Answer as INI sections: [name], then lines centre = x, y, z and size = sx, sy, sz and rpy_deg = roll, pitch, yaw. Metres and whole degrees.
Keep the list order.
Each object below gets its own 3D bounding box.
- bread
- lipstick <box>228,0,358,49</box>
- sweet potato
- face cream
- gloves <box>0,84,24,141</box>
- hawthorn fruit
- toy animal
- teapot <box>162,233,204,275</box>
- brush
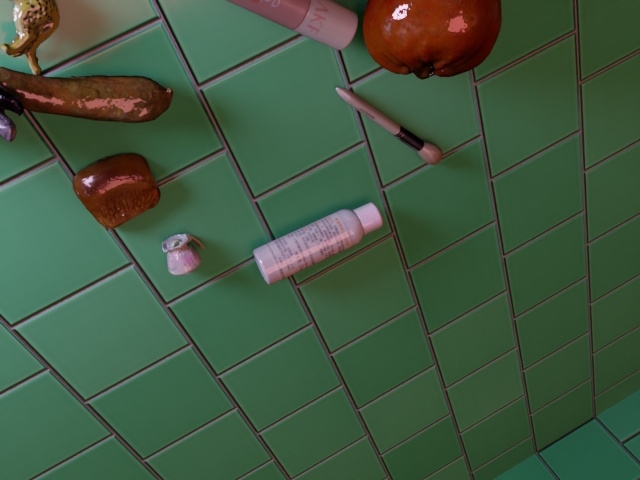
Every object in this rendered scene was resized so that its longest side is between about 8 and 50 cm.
[bread]
centre = -0.340, -0.080, 1.070
size = 0.129, 0.044, 0.126
rpy_deg = -28, 131, -11
[lipstick]
centre = -0.061, -0.377, 0.987
size = 0.254, 0.070, 0.070
rpy_deg = 14, 115, -33
[sweet potato]
centre = -0.362, -0.218, 0.948
size = 0.273, 0.075, 0.075
rpy_deg = 1, 121, -23
[face cream]
centre = 0.000, 0.000, 1.270
size = 0.269, 0.082, 0.082
rpy_deg = -24, 129, -10
[gloves]
centre = -0.550, -0.184, 0.840
size = 0.286, 0.119, 0.142
rpy_deg = 5, 153, -12
[hawthorn fruit]
centre = 0.187, -0.398, 1.020
size = 0.224, 0.224, 0.260
rpy_deg = 3, 99, -29
[toy animal]
centre = -0.412, -0.331, 0.846
size = 0.136, 0.073, 0.181
rpy_deg = -45, 127, -2
[teapot]
centre = -0.255, 0.020, 1.176
size = 0.083, 0.064, 0.064
rpy_deg = -45, 131, -37
[brush]
centre = 0.139, -0.224, 1.222
size = 0.299, 0.039, 0.042
rpy_deg = 28, 103, -34
